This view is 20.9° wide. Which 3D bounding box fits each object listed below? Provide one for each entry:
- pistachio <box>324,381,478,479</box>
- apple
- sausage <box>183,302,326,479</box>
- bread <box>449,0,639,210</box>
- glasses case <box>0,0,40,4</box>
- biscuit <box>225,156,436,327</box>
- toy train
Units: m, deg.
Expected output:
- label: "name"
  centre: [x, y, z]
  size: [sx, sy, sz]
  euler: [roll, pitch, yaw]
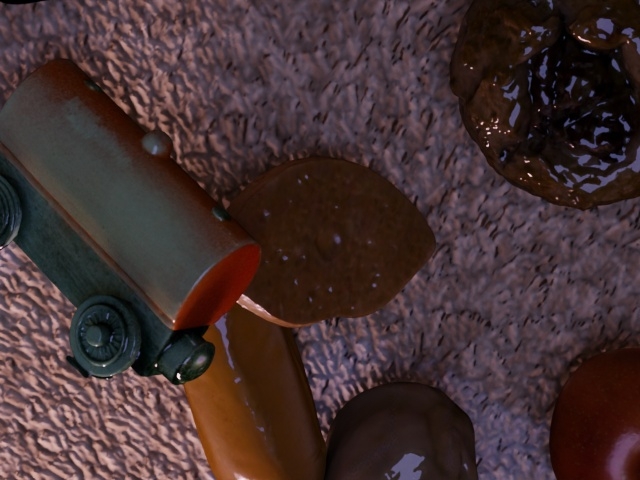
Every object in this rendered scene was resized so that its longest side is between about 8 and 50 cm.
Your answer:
- label: "pistachio"
  centre: [0.066, 0.235, 1.547]
  size: [0.137, 0.153, 0.238]
  euler: [-15, 120, -41]
- label: "apple"
  centre: [0.280, 0.180, 1.530]
  size: [0.163, 0.139, 0.163]
  euler: [0, 111, -1]
- label: "sausage"
  centre: [-0.062, 0.142, 1.512]
  size: [0.112, 0.112, 0.328]
  euler: [-16, 109, 3]
- label: "bread"
  centre: [0.221, -0.129, 1.412]
  size: [0.230, 0.123, 0.230]
  euler: [0, 110, 1]
- label: "glasses case"
  centre: [-0.154, -0.257, 1.375]
  size: [0.266, 0.067, 0.103]
  euler: [-11, 110, 2]
- label: "biscuit"
  centre: [0.000, 0.000, 1.458]
  size: [0.220, 0.029, 0.142]
  euler: [-11, 94, -30]
- label: "toy train"
  centre: [-0.171, -0.017, 1.390]
  size: [0.285, 0.116, 0.177]
  euler: [44, 112, 23]
